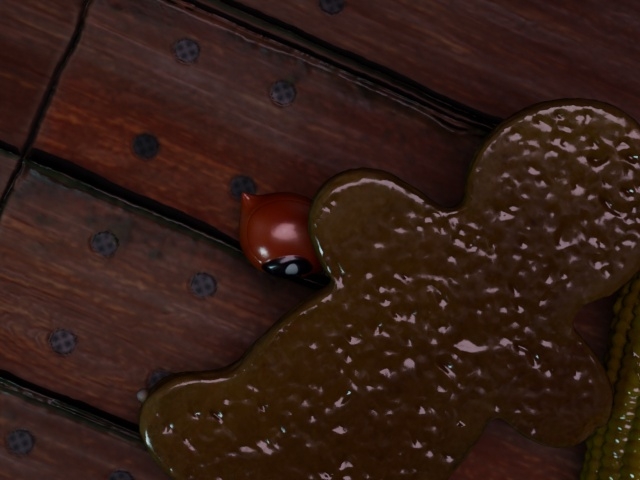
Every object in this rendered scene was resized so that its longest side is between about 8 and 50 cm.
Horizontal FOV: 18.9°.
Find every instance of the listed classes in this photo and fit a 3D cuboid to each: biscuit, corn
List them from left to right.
[{"bbox_3d":[0.088,0.067,1.460,0.283,0.064,0.432,40,99,-9],"label":"biscuit"},{"bbox_3d":[0.261,0.193,1.493,0.131,0.131,0.344,13,85,-8],"label":"corn"}]

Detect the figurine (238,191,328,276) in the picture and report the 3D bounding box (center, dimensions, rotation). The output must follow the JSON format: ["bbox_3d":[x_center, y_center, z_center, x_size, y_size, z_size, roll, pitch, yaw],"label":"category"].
[{"bbox_3d":[0.000,0.000,1.499,0.140,0.068,0.075,18,88,-9],"label":"figurine"}]
